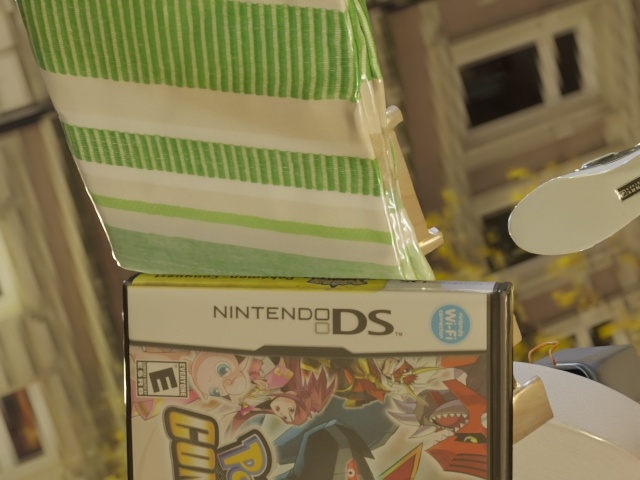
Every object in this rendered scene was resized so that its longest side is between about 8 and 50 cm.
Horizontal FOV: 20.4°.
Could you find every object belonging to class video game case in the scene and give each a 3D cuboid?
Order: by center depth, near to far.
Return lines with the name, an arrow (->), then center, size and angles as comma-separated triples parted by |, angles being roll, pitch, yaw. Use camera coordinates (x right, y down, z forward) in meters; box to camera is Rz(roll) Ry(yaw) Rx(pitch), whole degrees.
video game case -> -0.002, 0.159, 1.145 | 0.035, 0.248, 0.274 | -37, 127, -76

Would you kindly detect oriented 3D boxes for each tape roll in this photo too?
tape roll -> 0.172, 0.269, 1.666 | 0.072, 0.392, 0.392 | -74, 166, -48

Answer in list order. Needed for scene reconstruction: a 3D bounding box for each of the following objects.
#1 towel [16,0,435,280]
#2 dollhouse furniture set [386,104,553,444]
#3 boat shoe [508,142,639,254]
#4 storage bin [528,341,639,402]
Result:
towel -> -0.063, -0.082, 1.160 | 0.248, 0.038, 0.324 | 7, -40, 21
dollhouse furniture set -> 0.000, 0.000, 1.438 | 0.303, 0.174, 0.355 | 38, -24, 51
boat shoe -> 0.292, -0.047, 1.807 | 0.070, 0.219, 0.077 | -105, 172, -86
storage bin -> 0.255, 0.141, 1.778 | 0.135, 0.091, 0.098 | -10, -77, 52
